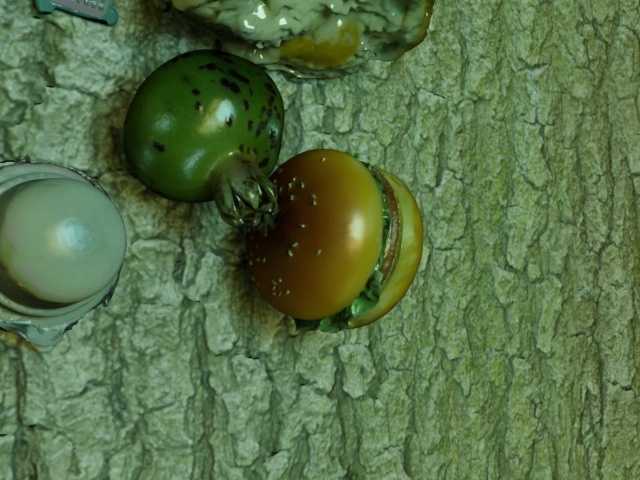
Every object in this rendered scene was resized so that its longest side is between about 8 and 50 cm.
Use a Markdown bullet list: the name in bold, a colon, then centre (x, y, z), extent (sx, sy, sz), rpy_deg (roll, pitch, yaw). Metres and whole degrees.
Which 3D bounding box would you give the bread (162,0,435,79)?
- **bread**: centre (-0.011, -0.433, 0.869), extent (0.361, 0.250, 0.394), rpy_deg (2, 87, -41)

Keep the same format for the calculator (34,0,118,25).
- **calculator**: centre (-0.303, -0.311, 0.819), extent (0.141, 0.019, 0.094), rpy_deg (11, 107, -35)

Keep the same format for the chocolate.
- **chocolate**: centre (-0.293, 0.009, 0.755), extent (0.221, 0.147, 0.221), rpy_deg (-1, 92, -33)

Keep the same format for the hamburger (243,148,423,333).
- **hamburger**: centre (0.001, -0.001, 0.881), extent (0.170, 0.246, 0.246), rpy_deg (18, 78, -40)

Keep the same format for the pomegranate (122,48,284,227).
- **pomegranate**: centre (-0.124, -0.115, 0.819), extent (0.202, 0.202, 0.248), rpy_deg (-15, 56, -32)
